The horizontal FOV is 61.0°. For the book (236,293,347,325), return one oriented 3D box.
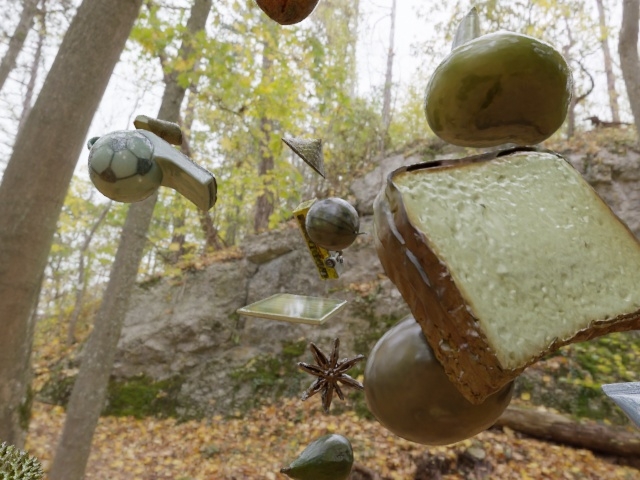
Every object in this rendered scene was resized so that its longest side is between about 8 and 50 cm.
[{"bbox_3d":[-0.067,0.187,1.507,0.229,0.018,0.322,5,4,15],"label":"book"}]

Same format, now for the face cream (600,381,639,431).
[{"bbox_3d":[0.538,0.309,0.745,0.136,0.385,0.086,-8,-69,5],"label":"face cream"}]

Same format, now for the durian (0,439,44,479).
[{"bbox_3d":[-0.624,0.481,1.013,0.200,0.176,0.237,4,18,-31],"label":"durian"}]

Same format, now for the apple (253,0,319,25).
[{"bbox_3d":[-0.098,-0.712,1.518,0.237,0.236,0.207,15,-47,-11],"label":"apple"}]

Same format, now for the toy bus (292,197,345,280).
[{"bbox_3d":[0.000,0.000,1.509,0.074,0.081,0.226,-13,-68,25],"label":"toy bus"}]

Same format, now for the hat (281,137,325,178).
[{"bbox_3d":[-0.020,-0.220,1.308,0.146,0.067,0.146,43,3,-3],"label":"hat"}]

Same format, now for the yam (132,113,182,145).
[{"bbox_3d":[-0.486,-0.329,1.627,0.147,0.069,0.070,11,-20,-30],"label":"yam"}]

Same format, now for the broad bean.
[{"bbox_3d":[0.309,-0.245,0.940,0.291,0.119,0.238,11,-32,-34],"label":"broad bean"}]

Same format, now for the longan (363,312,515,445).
[{"bbox_3d":[0.145,0.168,0.678,0.187,0.167,0.167,-22,-17,-15],"label":"longan"}]

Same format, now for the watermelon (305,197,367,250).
[{"bbox_3d":[0.034,-0.028,1.059,0.133,0.105,0.105,21,-13,33],"label":"watermelon"}]

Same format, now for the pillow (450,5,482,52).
[{"bbox_3d":[0.391,-0.481,1.454,0.078,0.253,0.144,11,-24,-6],"label":"pillow"}]

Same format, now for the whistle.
[{"bbox_3d":[-0.366,-0.133,1.100,0.290,0.163,0.163,34,-17,15],"label":"whistle"}]

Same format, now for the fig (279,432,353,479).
[{"bbox_3d":[-0.009,0.470,1.123,0.117,0.117,0.178,-10,-5,40],"label":"fig"}]

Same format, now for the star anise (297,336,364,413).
[{"bbox_3d":[0.017,0.247,1.016,0.141,0.141,0.042,15,-10,-12],"label":"star anise"}]

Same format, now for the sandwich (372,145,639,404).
[{"bbox_3d":[0.223,0.015,0.634,0.301,0.271,0.099,-13,-33,-25],"label":"sandwich"}]
